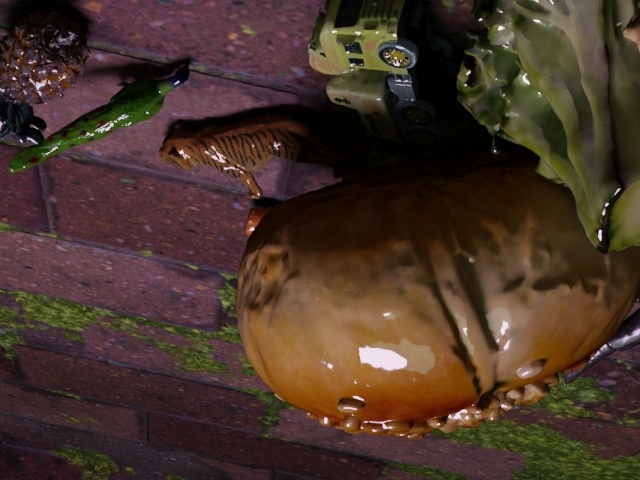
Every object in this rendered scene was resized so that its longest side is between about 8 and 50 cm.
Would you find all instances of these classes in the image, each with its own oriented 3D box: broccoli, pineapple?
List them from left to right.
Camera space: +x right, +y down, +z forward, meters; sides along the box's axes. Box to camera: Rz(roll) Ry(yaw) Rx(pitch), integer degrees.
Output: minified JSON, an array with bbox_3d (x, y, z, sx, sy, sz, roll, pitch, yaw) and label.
[{"bbox_3d":[-0.296,-0.165,1.178,0.103,0.083,0.221,22,153,-26],"label":"pineapple"},{"bbox_3d":[0.230,-0.116,0.849,0.288,0.245,0.248,15,136,-36],"label":"broccoli"}]

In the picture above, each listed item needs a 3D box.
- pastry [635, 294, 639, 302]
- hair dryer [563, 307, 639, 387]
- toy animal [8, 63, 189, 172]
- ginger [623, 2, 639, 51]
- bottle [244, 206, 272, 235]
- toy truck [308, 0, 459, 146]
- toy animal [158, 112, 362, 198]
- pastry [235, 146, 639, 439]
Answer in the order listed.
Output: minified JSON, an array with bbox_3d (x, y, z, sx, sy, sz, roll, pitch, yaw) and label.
[{"bbox_3d":[0.360,0.031,1.316,0.169,0.087,0.063,2,138,18],"label":"pastry"},{"bbox_3d":[0.411,0.066,1.245,0.304,0.120,0.359,17,134,-38],"label":"hair dryer"},{"bbox_3d":[-0.226,-0.130,1.205,0.217,0.075,0.041,-24,106,11],"label":"toy animal"},{"bbox_3d":[0.240,-0.195,0.732,0.131,0.294,0.086,-17,-179,2],"label":"ginger"},{"bbox_3d":[0.000,0.000,1.404,0.187,0.069,0.069,14,154,-4],"label":"bottle"},{"bbox_3d":[0.053,-0.164,1.044,0.116,0.085,0.191,7,156,20],"label":"toy truck"},{"bbox_3d":[-0.069,-0.096,1.254,0.241,0.056,0.099,-6,148,33],"label":"toy animal"},{"bbox_3d":[0.115,0.049,1.122,0.410,0.245,0.409,-13,-170,2],"label":"pastry"}]
